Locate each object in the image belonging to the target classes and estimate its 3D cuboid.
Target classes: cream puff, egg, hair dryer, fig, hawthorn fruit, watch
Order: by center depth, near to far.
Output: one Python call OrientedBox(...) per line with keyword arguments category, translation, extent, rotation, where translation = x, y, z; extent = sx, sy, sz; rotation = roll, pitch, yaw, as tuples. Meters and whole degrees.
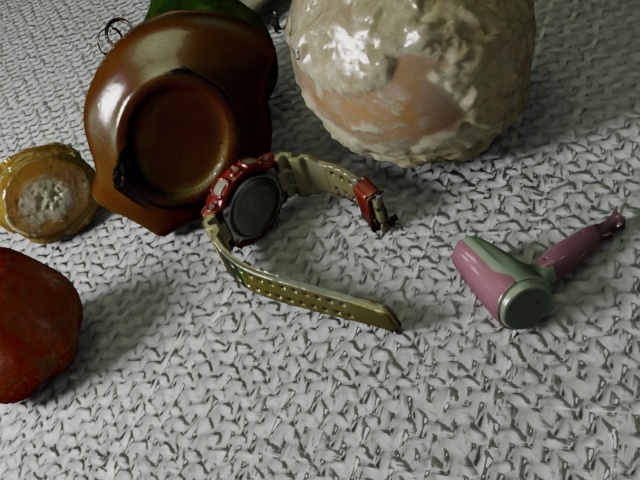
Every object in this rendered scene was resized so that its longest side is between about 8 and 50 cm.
OrientedBox(category="hair dryer", translation=(0.207, 0.015, 0.799), extent=(0.154, 0.054, 0.106), rotation=(-22, 34, -6))
OrientedBox(category="watch", translation=(-0.002, -0.006, 0.915), extent=(0.268, 0.102, 0.165), rotation=(17, 56, 32))
OrientedBox(category="hawthorn fruit", translation=(-0.351, 0.073, 0.938), extent=(0.163, 0.203, 0.162), rotation=(-14, 44, 14))
OrientedBox(category="egg", translation=(0.094, -0.213, 0.942), extent=(0.279, 0.279, 0.310), rotation=(-33, 27, -5))
OrientedBox(category="cream puff", translation=(-0.362, -0.063, 1.158), extent=(0.144, 0.126, 0.103), rotation=(-32, 22, -17))
OrientedBox(category="fig", translation=(-0.168, -0.251, 1.162), extent=(0.195, 0.195, 0.245), rotation=(-33, 82, -4))

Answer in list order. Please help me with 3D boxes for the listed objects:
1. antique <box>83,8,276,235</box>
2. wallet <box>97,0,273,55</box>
OrientedBox(category="antique", translation=(-0.160, -0.133, 1.019), extent=(0.278, 0.223, 0.129), rotation=(-50, 21, 18))
OrientedBox(category="wallet", translation=(-0.176, -0.391, 1.442), extent=(0.275, 0.068, 0.335), rotation=(19, 58, 45))
